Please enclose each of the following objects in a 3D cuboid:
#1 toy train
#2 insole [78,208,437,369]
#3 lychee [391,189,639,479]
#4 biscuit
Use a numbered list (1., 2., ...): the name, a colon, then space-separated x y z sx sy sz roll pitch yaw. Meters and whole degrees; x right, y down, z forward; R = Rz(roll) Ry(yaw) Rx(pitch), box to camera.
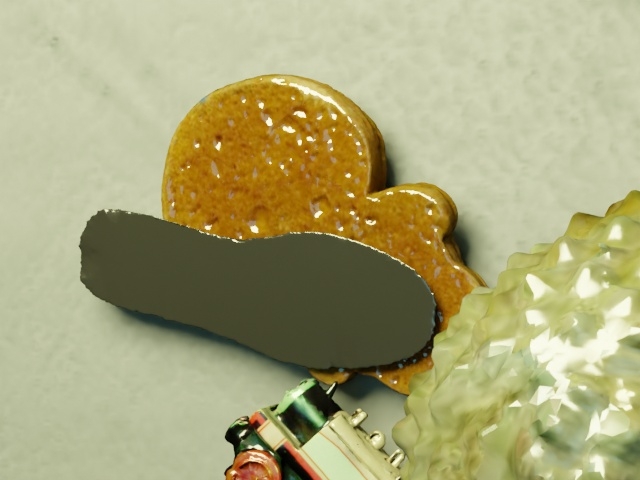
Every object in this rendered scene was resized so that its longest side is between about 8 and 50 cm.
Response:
1. toy train: 0.054 0.161 0.846 0.250 0.053 0.085 45 103 14
2. insole: -0.033 0.021 0.879 0.188 0.004 0.064 12 101 25
3. lychee: 0.162 0.097 0.700 0.255 0.274 0.255 -22 52 31
4. biscuit: 0.000 0.000 0.880 0.175 0.026 0.124 40 112 17
